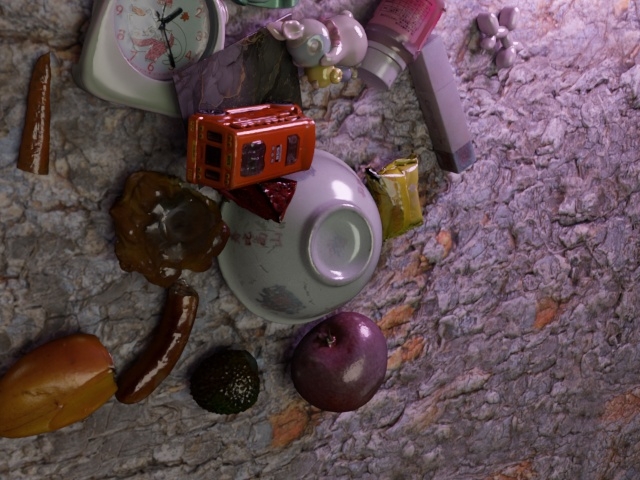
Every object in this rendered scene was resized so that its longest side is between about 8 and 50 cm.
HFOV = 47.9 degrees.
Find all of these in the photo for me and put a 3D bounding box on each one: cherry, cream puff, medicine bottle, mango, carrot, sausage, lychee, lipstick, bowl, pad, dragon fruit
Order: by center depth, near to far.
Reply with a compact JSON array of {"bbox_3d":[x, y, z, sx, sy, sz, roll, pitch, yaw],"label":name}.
[{"bbox_3d":[-0.519,-0.235,1.320,0.057,0.057,0.224,1,103,-36],"label":"carrot"},{"bbox_3d":[-0.546,0.297,1.445,0.257,0.138,0.187,-22,137,-24],"label":"mango"},{"bbox_3d":[-0.315,-0.031,1.475,0.241,0.155,0.269,-36,123,-25],"label":"cream puff"},{"bbox_3d":[-0.153,-0.294,1.493,0.367,0.007,0.247,-42,137,-41],"label":"pad"},{"bbox_3d":[-0.156,-0.095,1.512,0.122,0.192,0.092,-15,116,-59],"label":"dragon fruit"},{"bbox_3d":[-0.352,0.231,1.596,0.103,0.076,0.302,28,88,-32],"label":"sausage"},{"bbox_3d":[0.000,0.000,1.639,0.435,0.196,0.434,-4,98,-31],"label":"bowl"},{"bbox_3d":[0.176,-0.480,1.673,0.147,0.147,0.247,33,86,-39],"label":"medicine bottle"},{"bbox_3d":[-0.222,0.336,1.688,0.171,0.171,0.171,-13,114,-32],"label":"lychee"},{"bbox_3d":[0.055,0.321,1.841,0.261,0.221,0.307,-39,143,-16],"label":"cherry"},{"bbox_3d":[0.312,-0.348,1.864,0.080,0.076,0.371,-38,125,-18],"label":"lipstick"}]

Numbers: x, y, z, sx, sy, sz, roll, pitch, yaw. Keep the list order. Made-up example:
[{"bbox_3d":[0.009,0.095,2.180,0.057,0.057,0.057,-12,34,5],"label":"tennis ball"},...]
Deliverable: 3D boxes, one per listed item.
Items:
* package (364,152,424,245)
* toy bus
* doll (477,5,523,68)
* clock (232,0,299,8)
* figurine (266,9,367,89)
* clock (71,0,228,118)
[{"bbox_3d":[0.193,-0.107,1.859,0.168,0.090,0.226,-21,116,-25],"label":"package"},{"bbox_3d":[-0.119,-0.194,1.445,0.329,0.153,0.143,-22,124,-54],"label":"toy bus"},{"bbox_3d":[0.488,-0.542,1.931,0.161,0.059,0.160,-20,118,-30],"label":"doll"},{"bbox_3d":[-0.137,-0.555,1.467,0.211,0.066,0.159,-12,113,-32],"label":"clock"},{"bbox_3d":[-0.012,-0.410,1.551,0.235,0.127,0.155,-19,126,-43],"label":"figurine"},{"bbox_3d":[-0.309,-0.406,1.370,0.265,0.109,0.324,9,100,-37],"label":"clock"}]
